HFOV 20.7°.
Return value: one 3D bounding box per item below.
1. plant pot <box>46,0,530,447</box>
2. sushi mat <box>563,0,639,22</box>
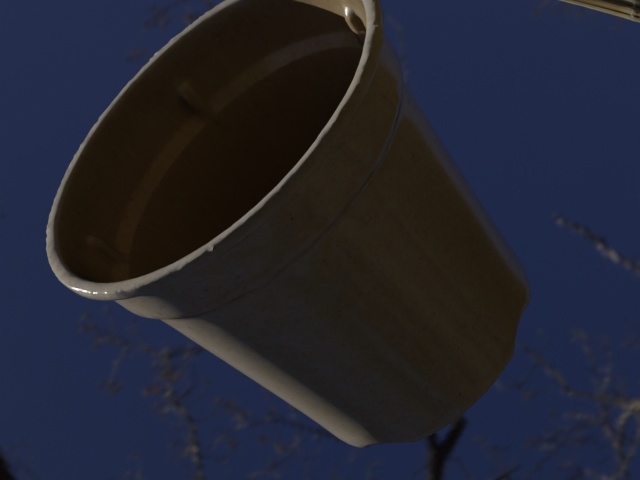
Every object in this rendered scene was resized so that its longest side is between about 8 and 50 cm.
[{"bbox_3d":[0.000,0.000,1.439,0.305,0.334,0.334,46,-136,-31],"label":"plant pot"},{"bbox_3d":[0.135,-0.237,1.226,0.316,0.019,0.151,19,-123,29],"label":"sushi mat"}]
